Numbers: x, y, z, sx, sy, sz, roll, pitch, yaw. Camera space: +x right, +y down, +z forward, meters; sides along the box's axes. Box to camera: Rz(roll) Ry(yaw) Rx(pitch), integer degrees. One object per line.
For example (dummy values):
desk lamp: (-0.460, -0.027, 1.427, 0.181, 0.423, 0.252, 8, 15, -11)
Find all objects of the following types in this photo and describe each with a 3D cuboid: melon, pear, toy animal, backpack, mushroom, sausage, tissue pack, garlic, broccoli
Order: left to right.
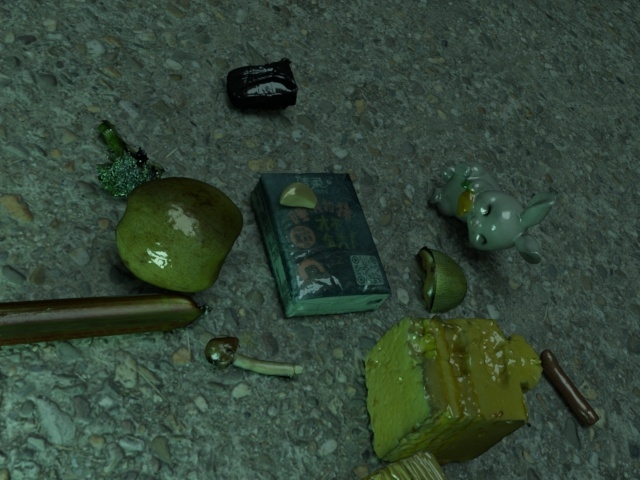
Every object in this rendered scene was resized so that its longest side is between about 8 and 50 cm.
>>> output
sausage: (-0.366, 0.129, 1.205, 0.372, 0.082, 0.082, -1, 57, -29)
broccoli: (-0.401, -0.172, 1.404, 0.123, 0.118, 0.204, -29, 52, -8)
pear: (-0.265, -0.020, 1.286, 0.211, 0.188, 0.228, 31, 44, -14)
mushroom: (-0.123, 0.217, 1.279, 0.187, 0.060, 0.061, 19, 43, -21)
backpack: (-0.141, -0.366, 1.666, 0.165, 0.105, 0.119, -8, 56, -7)
garlic: (-0.045, -0.092, 1.420, 0.083, 0.041, 0.053, 10, 59, -24)
tissue pack: (0.000, 0.000, 1.467, 0.228, 0.103, 0.315, -1, 58, -28)
melon: (0.284, 0.079, 1.569, 0.128, 0.079, 0.160, 9, 53, -20)
toy animal: (0.410, -0.072, 1.649, 0.154, 0.208, 0.325, 1, 13, -45)
sausage: (0.547, 0.327, 1.545, 0.043, 0.043, 0.186, -19, 67, -36)

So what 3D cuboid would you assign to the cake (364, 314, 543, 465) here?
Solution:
cake: (0.256, 0.281, 1.307, 0.286, 0.227, 0.222, 9, 52, -21)

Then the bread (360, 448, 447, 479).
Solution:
bread: (0.124, 0.434, 1.113, 0.179, 0.250, 0.133, -27, 67, -17)
